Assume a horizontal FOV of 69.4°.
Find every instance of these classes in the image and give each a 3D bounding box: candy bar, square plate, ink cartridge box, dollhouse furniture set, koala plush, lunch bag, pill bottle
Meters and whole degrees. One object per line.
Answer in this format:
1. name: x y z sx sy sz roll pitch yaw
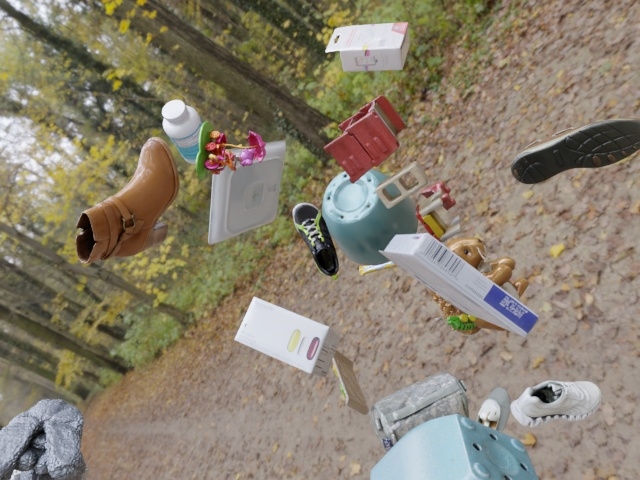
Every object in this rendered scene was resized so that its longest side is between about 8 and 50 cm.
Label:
1. candy bar: 0.227 0.101 1.815 0.161 0.018 0.040 -16 56 22
2. square plate: -0.251 -0.174 1.674 0.344 0.049 0.348 -24 -45 -48
3. ink cartridge box: 0.124 -0.502 1.205 0.067 0.198 0.115 70 -147 -51
4. dollhouse furniture set: 0.196 -0.168 1.192 0.152 0.374 0.201 -33 14 28
5. koala plush: -0.619 0.502 1.045 0.203 0.196 0.222 -113 29 -55
6. lunch bag: 0.312 0.559 1.476 0.304 0.256 0.213 -22 53 -10
7. pill bottle: -0.529 -0.433 1.841 0.146 0.146 0.264 -63 -20 -21
8. ink cartridge box: 0.326 0.097 1.167 0.072 0.324 0.330 -55 6 -2

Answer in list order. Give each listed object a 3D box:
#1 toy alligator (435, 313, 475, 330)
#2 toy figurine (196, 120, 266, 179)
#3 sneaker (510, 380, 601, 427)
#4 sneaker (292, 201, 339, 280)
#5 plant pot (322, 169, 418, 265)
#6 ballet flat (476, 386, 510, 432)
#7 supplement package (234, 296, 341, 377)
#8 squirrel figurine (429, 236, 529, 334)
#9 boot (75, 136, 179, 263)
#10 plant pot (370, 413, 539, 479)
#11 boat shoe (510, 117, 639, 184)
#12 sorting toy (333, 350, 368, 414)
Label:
1. toy alligator: 0.473 0.285 1.584 0.056 0.189 0.052 -44 51 54
2. toy figurine: -0.222 -0.228 1.194 0.130 0.159 0.173 85 -171 -49
3. sneaker: 0.710 0.463 1.359 0.110 0.291 0.119 -119 26 -53
4. sneaker: 0.000 0.000 1.286 0.084 0.235 0.097 -28 11 -6
5. plant pot: 0.140 -0.095 1.471 0.292 0.235 0.293 -10 65 23
6. ballet flat: 0.426 0.475 1.181 0.072 0.068 0.213 7 69 54
7. supplement package: -0.094 0.304 1.441 0.204 0.261 0.145 58 -128 -67
8. squirrel figurine: 0.599 0.180 1.888 0.397 0.370 0.281 -38 8 39
9. boot: -0.443 -0.089 1.044 0.220 0.109 0.284 -24 -42 -58
10. plant pot: 0.257 0.469 0.824 0.248 0.246 0.253 -77 12 -68
11. boat shoe: 0.686 -0.258 1.256 0.323 0.123 0.120 -14 24 33
12. sorting toy: 0.101 0.520 1.687 0.038 0.193 0.208 -28 50 12
